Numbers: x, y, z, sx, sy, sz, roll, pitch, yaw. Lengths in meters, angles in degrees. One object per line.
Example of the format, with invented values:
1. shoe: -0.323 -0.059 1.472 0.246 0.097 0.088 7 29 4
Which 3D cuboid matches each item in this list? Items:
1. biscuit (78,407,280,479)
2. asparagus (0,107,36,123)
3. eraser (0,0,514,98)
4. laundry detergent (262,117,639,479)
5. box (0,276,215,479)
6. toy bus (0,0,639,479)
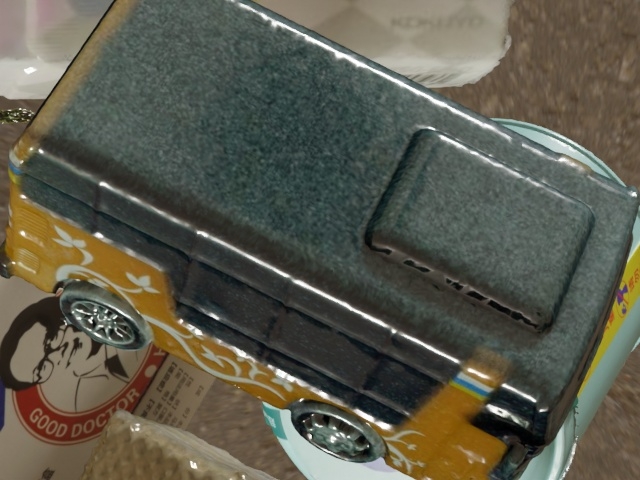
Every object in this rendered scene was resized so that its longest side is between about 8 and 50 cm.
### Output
1. biscuit: 0.011 0.223 0.807 0.426 0.078 0.144 22 86 39
2. asparagus: -0.283 -0.096 1.193 0.114 0.014 0.015 -11 78 -26
3. eraser: -0.058 -0.187 0.954 0.396 0.082 0.213 -5 112 -24
4. laundry detergent: 0.114 0.084 1.280 0.287 0.305 0.287 15 124 23
5. box: -0.242 0.198 1.052 0.214 0.069 0.353 17 68 40
6. toy bus: 0.000 0.000 0.695 0.275 0.167 0.138 27 60 2
